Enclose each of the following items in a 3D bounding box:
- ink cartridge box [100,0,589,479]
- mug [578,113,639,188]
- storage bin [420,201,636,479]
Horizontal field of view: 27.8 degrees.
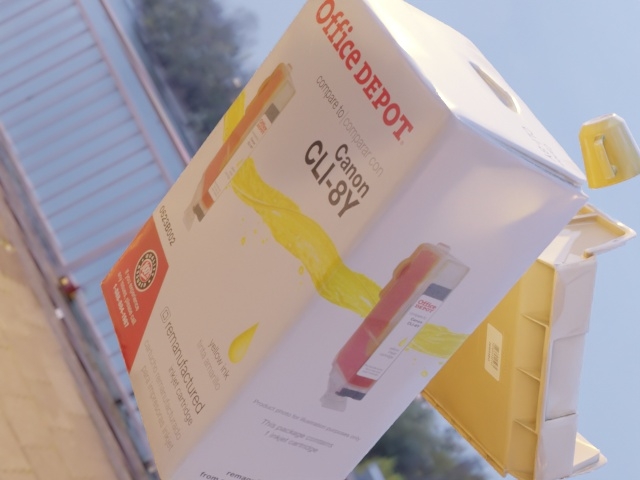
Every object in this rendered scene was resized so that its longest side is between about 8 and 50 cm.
[{"bbox_3d":[0.000,0.000,1.100,0.160,0.384,0.279,25,23,-34],"label":"ink cartridge box"},{"bbox_3d":[0.291,-0.092,1.292,0.078,0.062,0.064,-159,-132,-78],"label":"mug"},{"bbox_3d":[0.203,0.078,1.353,0.260,0.123,0.262,-138,-136,-56],"label":"storage bin"}]
